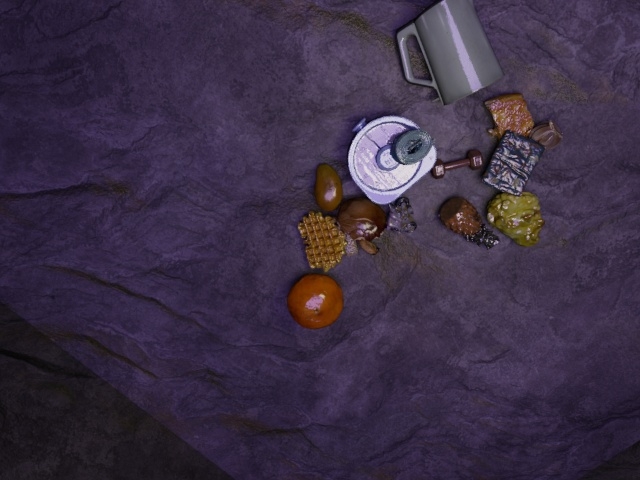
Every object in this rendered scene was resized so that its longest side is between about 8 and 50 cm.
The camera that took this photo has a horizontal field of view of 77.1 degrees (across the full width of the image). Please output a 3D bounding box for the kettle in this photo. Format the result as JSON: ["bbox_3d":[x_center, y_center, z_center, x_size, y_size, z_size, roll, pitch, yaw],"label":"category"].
[{"bbox_3d":[0.512,-0.766,1.661,0.361,0.250,0.376,-18,105,37],"label":"kettle"}]

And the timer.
[{"bbox_3d":[0.288,-0.383,1.795,0.395,0.173,0.394,1,108,2],"label":"timer"}]

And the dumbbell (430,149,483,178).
[{"bbox_3d":[0.624,-0.348,1.840,0.231,0.082,0.092,-12,107,6],"label":"dumbbell"}]

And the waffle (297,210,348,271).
[{"bbox_3d":[0.001,0.000,1.950,0.283,0.065,0.309,34,119,9],"label":"waffle"}]

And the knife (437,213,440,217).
[{"bbox_3d":[0.606,-0.096,1.956,0.027,0.010,0.096,-37,105,11],"label":"knife"}]

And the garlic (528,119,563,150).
[{"bbox_3d":[0.982,-0.442,1.793,0.131,0.127,0.194,47,130,7],"label":"garlic"}]

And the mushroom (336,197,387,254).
[{"bbox_3d":[0.187,-0.038,1.872,0.233,0.208,0.301,7,116,5],"label":"mushroom"}]

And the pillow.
[{"bbox_3d":[0.844,-0.336,1.764,0.189,0.034,0.255,26,100,8],"label":"pillow"}]

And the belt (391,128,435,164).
[{"bbox_3d":[0.380,-0.390,1.673,0.148,0.082,0.163,30,91,-16],"label":"belt"}]

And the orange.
[{"bbox_3d":[-0.023,0.302,1.991,0.284,0.226,0.283,-2,109,-4],"label":"orange"}]

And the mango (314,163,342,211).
[{"bbox_3d":[0.035,-0.249,1.888,0.136,0.099,0.227,-6,98,11],"label":"mango"}]

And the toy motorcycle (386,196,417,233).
[{"bbox_3d":[0.370,-0.104,1.907,0.152,0.073,0.225,-23,131,6],"label":"toy motorcycle"}]

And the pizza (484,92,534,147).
[{"bbox_3d":[0.844,-0.506,1.789,0.189,0.071,0.297,-22,106,8],"label":"pizza"}]

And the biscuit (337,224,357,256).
[{"bbox_3d":[0.130,-0.004,1.972,0.082,0.070,0.168,-15,104,-3],"label":"biscuit"}]

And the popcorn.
[{"bbox_3d":[0.917,-0.120,1.856,0.286,0.174,0.225,34,100,-6],"label":"popcorn"}]

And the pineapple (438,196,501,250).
[{"bbox_3d":[0.722,-0.059,1.904,0.340,0.169,0.169,35,106,-22],"label":"pineapple"}]
